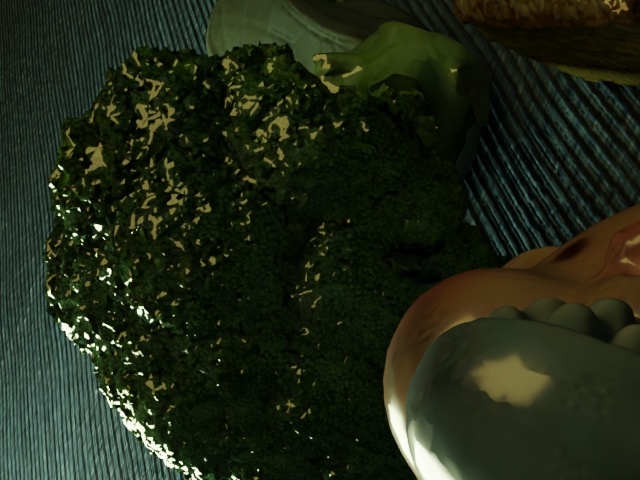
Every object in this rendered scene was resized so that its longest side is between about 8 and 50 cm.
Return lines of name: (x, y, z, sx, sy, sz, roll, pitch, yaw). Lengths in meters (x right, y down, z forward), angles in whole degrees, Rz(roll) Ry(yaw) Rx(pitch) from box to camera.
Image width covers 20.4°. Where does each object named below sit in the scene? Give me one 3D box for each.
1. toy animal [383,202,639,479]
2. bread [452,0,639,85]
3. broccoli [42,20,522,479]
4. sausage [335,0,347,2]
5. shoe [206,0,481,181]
toy animal: (0.129, 0.099, 0.541, 0.210, 0.229, 0.221, -11, 98, 33)
bread: (0.167, -0.192, 0.832, 0.184, 0.110, 0.234, 21, 90, 65)
broccoli: (0.000, 0.000, 0.871, 0.270, 0.270, 0.270, -55, 13, -32)
sausage: (-0.017, -0.054, 1.166, 0.082, 0.082, 0.372, -44, 30, 44)
shoe: (0.027, -0.095, 1.084, 0.251, 0.100, 0.103, 38, 117, 44)
